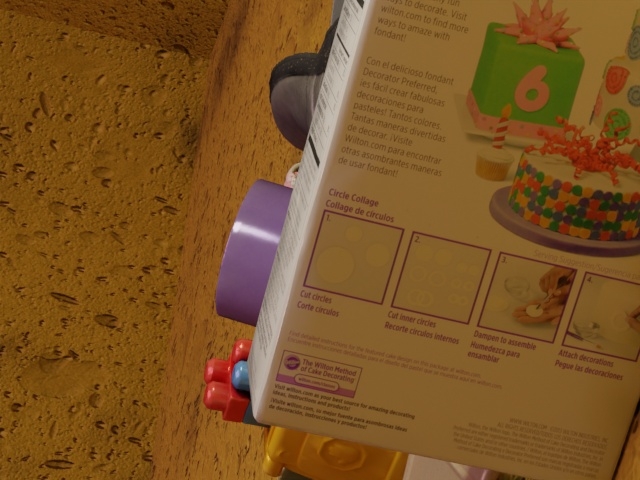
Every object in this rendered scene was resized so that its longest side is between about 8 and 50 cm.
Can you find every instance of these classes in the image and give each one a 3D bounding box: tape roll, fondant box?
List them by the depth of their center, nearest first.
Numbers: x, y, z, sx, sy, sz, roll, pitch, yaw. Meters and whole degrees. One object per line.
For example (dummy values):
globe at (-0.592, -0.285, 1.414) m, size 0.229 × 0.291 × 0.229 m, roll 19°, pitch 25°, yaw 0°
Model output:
fondant box at (0.109, -0.025, 1.117) m, size 0.096 × 0.238 × 0.330 m, roll -103°, pitch 28°, yaw -70°
tape roll at (-0.068, 0.020, 2.313) m, size 0.189 × 0.080 × 0.189 m, roll 18°, pitch -90°, yaw -81°

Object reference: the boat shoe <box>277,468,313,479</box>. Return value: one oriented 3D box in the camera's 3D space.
boat shoe at (-0.024, 0.271, 2.026) m, size 0.045 × 0.050 × 0.135 m, roll 108°, pitch 179°, yaw -46°

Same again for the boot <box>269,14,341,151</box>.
boot at (0.015, -0.059, 1.589) m, size 0.338 × 0.118 × 0.223 m, roll 132°, pitch 142°, yaw -77°

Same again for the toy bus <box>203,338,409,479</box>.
toy bus at (0.002, 0.118, 1.606) m, size 0.220 × 0.211 × 0.149 m, roll -88°, pitch 13°, yaw -52°

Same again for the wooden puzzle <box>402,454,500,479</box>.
wooden puzzle at (0.084, 0.239, 1.296) m, size 0.221 × 0.044 × 0.239 m, roll -139°, pitch 67°, yaw -79°

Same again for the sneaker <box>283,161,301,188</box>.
sneaker at (-0.033, -0.052, 2.441) m, size 0.070 × 0.051 × 0.134 m, roll 106°, pitch 175°, yaw -47°

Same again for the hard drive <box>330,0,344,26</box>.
hard drive at (0.046, -0.274, 2.114) m, size 0.172 × 0.054 × 0.255 m, roll -69°, pitch -12°, yaw -59°
